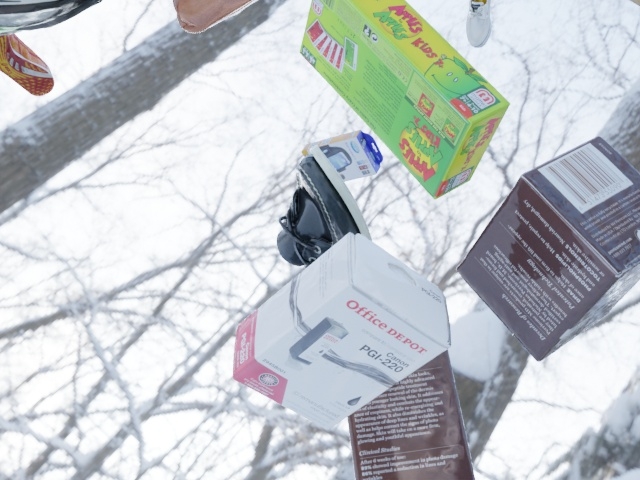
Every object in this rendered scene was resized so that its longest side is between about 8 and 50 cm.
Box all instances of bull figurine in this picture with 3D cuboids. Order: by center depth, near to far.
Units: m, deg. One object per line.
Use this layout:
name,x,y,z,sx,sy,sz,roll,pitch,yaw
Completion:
bull figurine,-0.085,-0.412,1.228,0.310,0.101,0.189,-22,-104,15

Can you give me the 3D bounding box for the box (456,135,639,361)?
box,0.316,0.010,1.117,0.167,0.168,0.203,49,-36,20

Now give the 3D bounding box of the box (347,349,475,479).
box,0.143,0.331,1.463,0.191,0.382,0.143,-8,-37,3

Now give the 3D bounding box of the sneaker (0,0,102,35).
sneaker,-0.168,-0.181,0.203,0.146,0.134,0.343,12,-26,45

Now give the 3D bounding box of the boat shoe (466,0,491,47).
boat shoe,0.211,-0.309,1.171,0.035,0.035,0.100,12,-84,29

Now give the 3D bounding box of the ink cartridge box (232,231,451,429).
ink cartridge box,0.023,0.112,1.036,0.158,0.092,0.218,33,-57,-25

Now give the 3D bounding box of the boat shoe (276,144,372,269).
boat shoe,-0.002,-0.003,1.166,0.127,0.113,0.340,60,-4,21

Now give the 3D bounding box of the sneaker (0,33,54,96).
sneaker,-0.463,-0.279,1.282,0.067,0.064,0.175,51,-1,43

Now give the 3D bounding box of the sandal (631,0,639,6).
sandal,0.243,-0.092,0.390,0.240,0.088,0.079,38,-65,16

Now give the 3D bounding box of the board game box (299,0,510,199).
board game box,0.060,-0.130,0.693,0.181,0.043,0.092,50,-29,21

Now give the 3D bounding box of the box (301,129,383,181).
box,0.042,-0.144,1.535,0.136,0.028,0.081,-10,-57,37
